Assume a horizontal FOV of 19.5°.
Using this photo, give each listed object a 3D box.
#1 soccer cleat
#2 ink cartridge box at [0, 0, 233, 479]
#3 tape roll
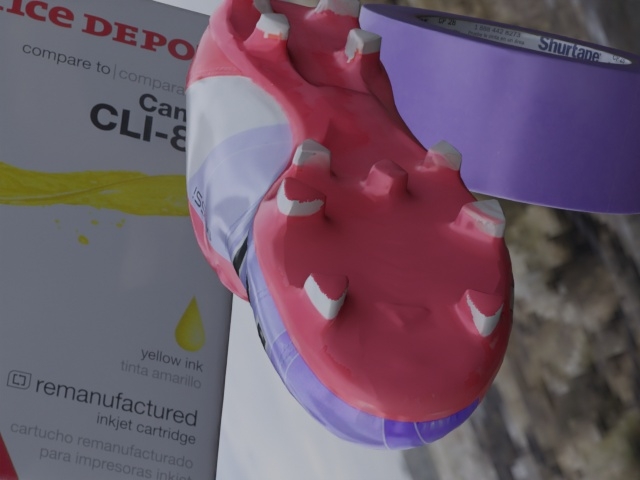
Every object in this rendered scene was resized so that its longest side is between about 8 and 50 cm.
[{"bbox_3d":[0.000,0.000,0.603,0.248,0.083,0.095,-111,32,-55],"label":"soccer cleat"},{"bbox_3d":[-0.210,0.009,1.292,0.160,0.279,0.384,134,145,-56],"label":"ink cartridge box"},{"bbox_3d":[0.108,-0.077,1.060,0.189,0.189,0.080,-101,23,-78],"label":"tape roll"}]
